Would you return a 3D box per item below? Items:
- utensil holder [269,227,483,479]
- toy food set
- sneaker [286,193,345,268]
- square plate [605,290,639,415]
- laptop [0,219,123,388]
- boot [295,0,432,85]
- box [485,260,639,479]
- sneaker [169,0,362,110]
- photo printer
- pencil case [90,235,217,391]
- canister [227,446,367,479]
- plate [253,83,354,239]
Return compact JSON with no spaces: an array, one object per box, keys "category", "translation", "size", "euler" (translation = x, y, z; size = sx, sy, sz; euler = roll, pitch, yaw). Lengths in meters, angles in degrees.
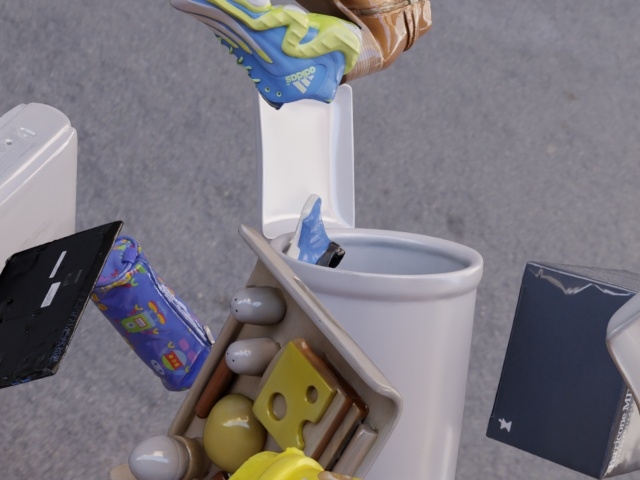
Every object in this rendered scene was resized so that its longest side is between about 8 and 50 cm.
[{"category":"utensil holder","translation":[0.074,0.200,1.719],"size":[0.328,0.328,0.385],"euler":[-3,103,-28]},{"category":"toy food set","translation":[-0.074,0.171,0.987],"size":[0.092,0.306,0.220],"euler":[4,33,-45]},{"category":"sneaker","translation":[0.000,0.001,1.720],"size":[0.085,0.058,0.152],"euler":[18,53,0]},{"category":"square plate","translation":[0.467,0.060,1.224],"size":[0.344,0.347,0.049],"euler":[-38,54,0]},{"category":"laptop","translation":[-0.328,0.128,1.260],"size":[0.136,0.264,0.234],"euler":[56,30,-33]},{"category":"boot","translation":[0.063,-0.385,1.608],"size":[0.220,0.109,0.283],"euler":[-35,113,-36]},{"category":"box","translation":[0.486,0.205,1.844],"size":[0.395,0.212,0.293],"euler":[5,99,-51]},{"category":"sneaker","translation":[-0.073,-0.224,1.307],"size":[0.240,0.091,0.126],"euler":[14,97,-11]},{"category":"photo printer","translation":[-0.440,-0.004,1.527],"size":[0.107,0.307,0.256],"euler":[27,47,10]},{"category":"pencil case","translation":[-0.280,0.126,1.862],"size":[0.306,0.133,0.119],"euler":[57,25,-37]},{"category":"canister","translation":[0.023,0.156,0.455],"size":[0.126,0.170,0.073],"euler":[-44,128,-44]},{"category":"plate","translation":[-0.033,-0.142,1.923],"size":[0.277,0.045,0.278],"euler":[-3,91,-56]}]
